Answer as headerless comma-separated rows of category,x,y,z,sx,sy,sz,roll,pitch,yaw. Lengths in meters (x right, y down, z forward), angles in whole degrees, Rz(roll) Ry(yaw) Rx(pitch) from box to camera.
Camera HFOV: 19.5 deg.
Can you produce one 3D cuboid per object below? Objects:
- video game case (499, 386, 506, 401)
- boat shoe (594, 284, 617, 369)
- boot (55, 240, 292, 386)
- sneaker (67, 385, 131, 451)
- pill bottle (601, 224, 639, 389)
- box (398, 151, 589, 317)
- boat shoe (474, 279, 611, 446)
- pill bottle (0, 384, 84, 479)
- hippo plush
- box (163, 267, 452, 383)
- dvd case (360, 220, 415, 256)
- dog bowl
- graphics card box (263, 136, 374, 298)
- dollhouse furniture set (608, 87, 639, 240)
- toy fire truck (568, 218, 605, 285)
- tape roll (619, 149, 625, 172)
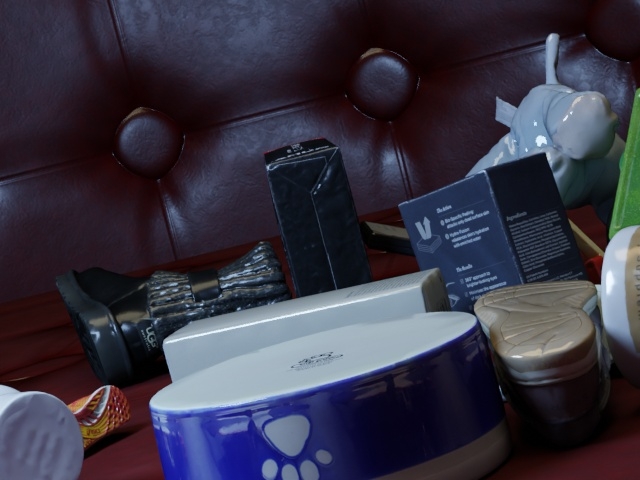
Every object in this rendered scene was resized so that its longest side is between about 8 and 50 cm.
video game case,0.097,0.141,1.642,0.166,0.015,0.119,-15,5,-2
boat shoe,0.275,0.080,1.603,0.079,0.084,0.233,29,-31,-34
boot,-0.185,0.080,2.384,0.260,0.131,0.348,-22,17,-12
sneaker,-0.258,0.196,1.861,0.067,0.064,0.175,-34,-11,31
pill bottle,0.340,0.040,1.405,0.229,0.131,0.131,-9,7,30
box,0.180,0.008,1.931,0.093,0.158,0.156,-18,-2,-34
boat shoe,0.181,0.093,1.487,0.103,0.092,0.285,-9,9,4
pill bottle,-0.315,0.189,1.649,0.221,0.121,0.121,-9,7,44
hippo plush,0.312,-0.054,2.198,0.234,0.236,0.294,-51,15,14
box,-0.008,0.106,1.863,0.275,0.094,0.113,-13,5,17
dvd case,0.174,0.014,2.197,0.253,0.022,0.180,10,4,-3
dog bowl,0.007,0.138,1.417,0.265,0.104,0.265,-14,5,1
graphics card box,0.000,0.000,2.221,0.094,0.232,0.371,-14,4,0
dollhouse furniture set,0.417,-0.050,1.534,0.197,0.151,0.301,28,-23,-28
toy fire truck,0.239,0.007,2.021,0.047,0.192,0.135,-18,-22,-40
tape roll,0.480,-0.075,1.960,0.321,0.077,0.321,-13,19,5
